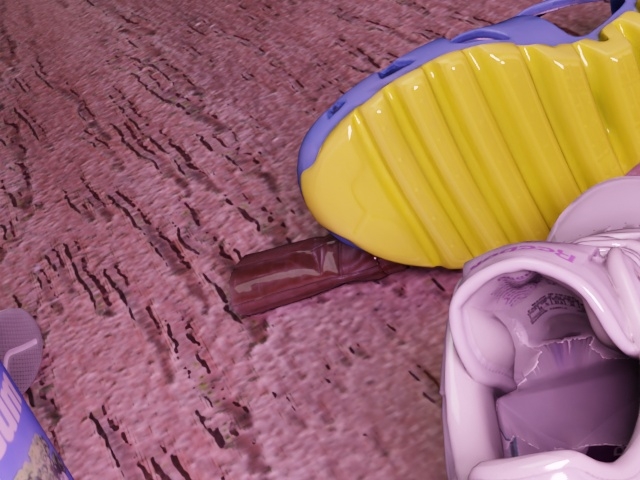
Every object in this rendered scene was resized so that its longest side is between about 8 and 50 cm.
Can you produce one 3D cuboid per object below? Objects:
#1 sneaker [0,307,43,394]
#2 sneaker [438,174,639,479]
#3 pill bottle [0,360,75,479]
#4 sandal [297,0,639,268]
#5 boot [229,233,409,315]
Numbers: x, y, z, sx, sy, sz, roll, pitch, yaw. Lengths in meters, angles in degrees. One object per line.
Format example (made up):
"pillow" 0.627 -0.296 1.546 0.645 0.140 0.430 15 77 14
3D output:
"sneaker" -0.223 0.093 0.789 0.061 0.054 0.152 -7 33 38
"sneaker" 0.115 0.037 0.503 0.114 0.152 0.305 -15 27 22
"pill bottle" -0.220 0.068 0.586 0.152 0.272 0.152 -19 27 10
"sandal" 0.128 -0.083 0.761 0.317 0.126 0.138 -23 22 -16
"boot" 0.000 0.000 0.798 0.114 0.037 0.106 -19 25 20
